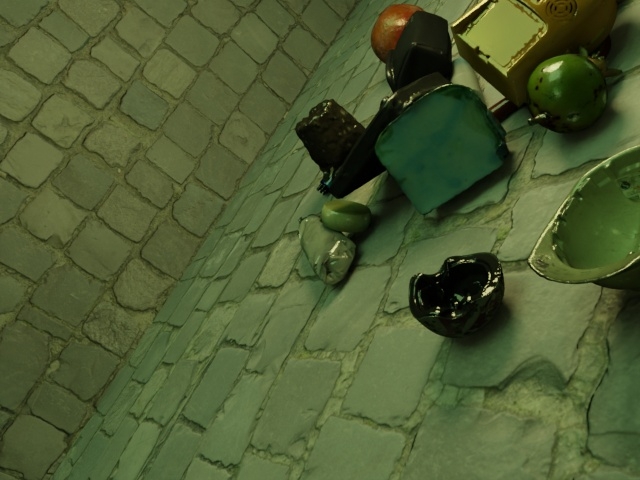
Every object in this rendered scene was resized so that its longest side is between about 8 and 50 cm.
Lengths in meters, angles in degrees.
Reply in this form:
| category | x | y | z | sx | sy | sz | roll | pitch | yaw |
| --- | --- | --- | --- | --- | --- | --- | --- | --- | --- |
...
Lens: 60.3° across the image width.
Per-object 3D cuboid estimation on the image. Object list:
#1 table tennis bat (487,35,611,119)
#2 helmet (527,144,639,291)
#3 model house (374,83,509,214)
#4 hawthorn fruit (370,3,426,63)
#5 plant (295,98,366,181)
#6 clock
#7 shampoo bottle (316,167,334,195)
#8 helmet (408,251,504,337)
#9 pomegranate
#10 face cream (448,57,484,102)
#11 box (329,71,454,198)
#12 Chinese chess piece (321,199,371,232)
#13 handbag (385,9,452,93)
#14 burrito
| category | x | y | z | sx | sy | sz | roll | pitch | yaw |
| --- | --- | --- | --- | --- | --- | --- | --- | --- | --- |
| table tennis bat | 0.530 | -0.379 | 1.299 | 0.310 | 0.038 | 0.200 | -33 | 28 | 31 |
| helmet | 0.428 | 0.002 | 0.756 | 0.257 | 0.137 | 0.204 | -49 | 21 | -11 |
| model house | 0.305 | -0.240 | 1.310 | 0.261 | 0.225 | 0.241 | -35 | 3 | 32 |
| hawthorn fruit | 0.328 | -0.771 | 2.080 | 0.263 | 0.231 | 0.235 | 16 | 68 | 23 |
| plant | 0.056 | -0.319 | 1.822 | 0.199 | 0.276 | 0.188 | -45 | 25 | -8 |
| clock | 0.481 | -0.477 | 1.200 | 0.317 | 0.200 | 0.244 | -43 | 64 | 15 |
| shampoo bottle | 0.055 | -0.241 | 1.985 | 0.183 | 0.050 | 0.087 | -52 | 25 | 0 |
| helmet | 0.252 | 0.109 | 0.987 | 0.177 | 0.107 | 0.153 | -26 | 24 | 10 |
| pomegranate | 0.497 | -0.303 | 1.099 | 0.156 | 0.156 | 0.220 | -26 | 16 | 47 |
| face cream | 0.410 | -0.443 | 1.569 | 0.077 | 0.077 | 0.250 | -39 | 25 | 29 |
| box | 0.189 | -0.284 | 1.484 | 0.350 | 0.091 | 0.359 | -36 | -14 | -50 |
| Chinese chess piece | 0.073 | -0.068 | 1.566 | 0.144 | 0.144 | 0.058 | -111 | 26 | -65 |
| handbag | 0.289 | -0.539 | 1.725 | 0.301 | 0.178 | 0.275 | -78 | 8 | -47 |
| burrito | 0.000 | 0.000 | 1.648 | 0.138 | 0.101 | 0.445 | -63 | 20 | 11 |
